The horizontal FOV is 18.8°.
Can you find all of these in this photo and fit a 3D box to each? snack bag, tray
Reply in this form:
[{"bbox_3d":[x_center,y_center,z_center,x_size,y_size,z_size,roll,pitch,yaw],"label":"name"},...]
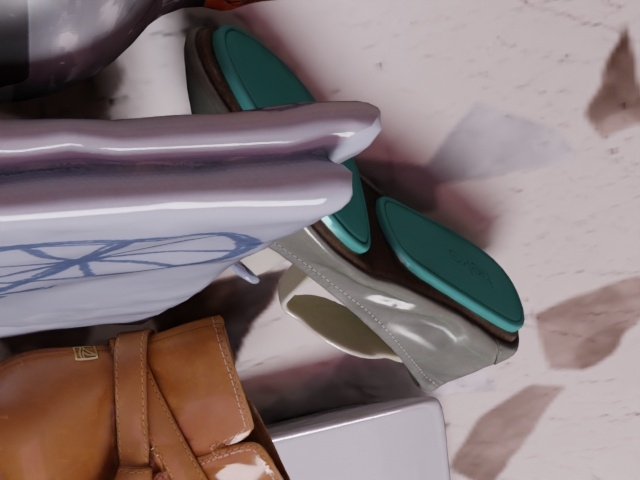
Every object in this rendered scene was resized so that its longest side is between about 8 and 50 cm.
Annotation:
[{"bbox_3d":[-0.174,0.009,0.585,0.323,0.037,0.342,-5,173,-13],"label":"snack bag"},{"bbox_3d":[-0.074,0.136,0.872,0.270,0.030,0.145,-13,136,-3],"label":"tray"}]

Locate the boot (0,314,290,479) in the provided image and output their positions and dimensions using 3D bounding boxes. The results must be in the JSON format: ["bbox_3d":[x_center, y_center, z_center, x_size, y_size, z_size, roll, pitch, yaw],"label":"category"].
[{"bbox_3d":[-0.082,0.126,0.786,0.152,0.073,0.197,-19,126,-4],"label":"boot"}]

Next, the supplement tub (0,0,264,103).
[{"bbox_3d":[-0.162,-0.121,0.458,0.316,0.193,0.193,-5,136,-12],"label":"supplement tub"}]

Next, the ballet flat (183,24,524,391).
[{"bbox_3d":[0.000,0.000,0.724,0.068,0.072,0.213,-30,136,21],"label":"ballet flat"}]
